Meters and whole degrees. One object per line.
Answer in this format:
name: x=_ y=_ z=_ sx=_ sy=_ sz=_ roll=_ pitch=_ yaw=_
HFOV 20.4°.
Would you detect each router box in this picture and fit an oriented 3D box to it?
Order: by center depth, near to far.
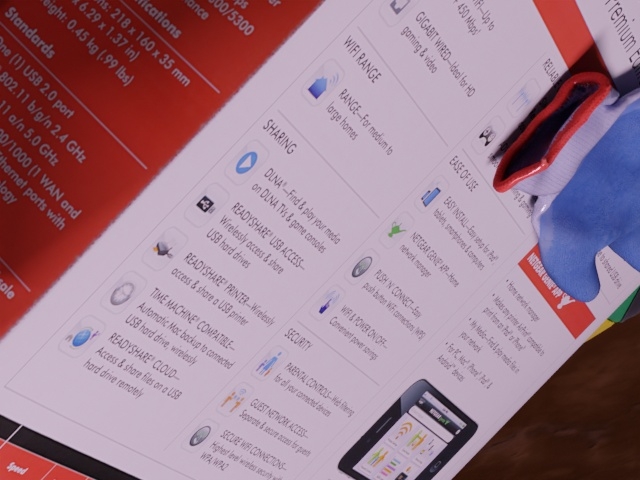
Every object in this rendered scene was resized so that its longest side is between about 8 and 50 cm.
router box: x=0.000 y=0.000 z=0.608 sx=0.301 sy=0.082 sz=0.335 roll=-46 pitch=153 yaw=0

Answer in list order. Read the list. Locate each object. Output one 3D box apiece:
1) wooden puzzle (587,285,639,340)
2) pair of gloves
wooden puzzle: x=0.088 y=0.026 z=0.899 sx=0.238 sy=0.044 sz=0.221 roll=-29 pitch=150 yaw=25
pair of gloves: x=0.139 y=-0.062 z=0.604 sx=0.198 sy=0.023 sz=0.159 roll=-50 pitch=153 yaw=8
